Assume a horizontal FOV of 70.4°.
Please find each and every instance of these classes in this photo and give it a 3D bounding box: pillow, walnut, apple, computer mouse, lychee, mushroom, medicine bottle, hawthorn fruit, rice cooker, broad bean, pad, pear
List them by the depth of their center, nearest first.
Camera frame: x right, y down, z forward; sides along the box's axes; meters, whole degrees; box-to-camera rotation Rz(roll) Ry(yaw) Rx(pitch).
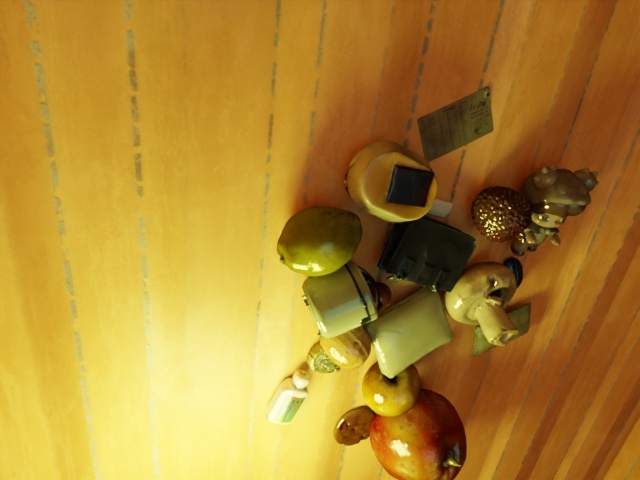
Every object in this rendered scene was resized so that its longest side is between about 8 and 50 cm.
[{"bbox_3d":[0.000,0.000,1.362,0.269,0.212,0.212,-25,123,-14],"label":"pear"},{"bbox_3d":[0.440,-0.369,1.457,0.265,0.009,0.159,-26,124,-7],"label":"pad"},{"bbox_3d":[0.070,0.189,1.485,0.244,0.226,0.226,-25,123,-2],"label":"rice cooker"},{"bbox_3d":[0.634,-0.085,1.575,0.238,0.200,0.200,43,97,-5],"label":"lychee"},{"bbox_3d":[0.091,0.359,1.602,0.165,0.165,0.197,-41,89,3],"label":"walnut"},{"bbox_3d":[0.178,0.216,1.622,0.165,0.084,0.114,-45,110,1],"label":"broad bean"},{"bbox_3d":[0.628,0.234,1.682,0.293,0.290,0.292,-14,133,-16],"label":"mushroom"},{"bbox_3d":[0.333,0.336,1.699,0.322,0.120,0.255,-26,105,-16],"label":"pillow"},{"bbox_3d":[-0.112,0.588,1.707,0.115,0.078,0.219,20,108,-27],"label":"medicine bottle"},{"bbox_3d":[0.277,0.576,1.782,0.237,0.237,0.207,-22,139,-10],"label":"apple"},{"bbox_3d":[0.776,0.148,1.839,0.099,0.057,0.172,-12,117,-13],"label":"computer mouse"},{"bbox_3d":[0.423,0.814,1.850,0.403,0.403,0.402,-9,120,-17],"label":"hawthorn fruit"},{"bbox_3d":[0.782,0.386,1.960,0.302,0.075,0.185,-19,124,-15],"label":"pillow"}]

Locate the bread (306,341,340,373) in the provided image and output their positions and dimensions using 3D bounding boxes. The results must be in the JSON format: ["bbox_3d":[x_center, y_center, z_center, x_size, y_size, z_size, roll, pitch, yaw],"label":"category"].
[{"bbox_3d":[0.028,0.439,1.692,0.156,0.064,0.117,6,115,-23],"label":"bread"}]

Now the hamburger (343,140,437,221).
[{"bbox_3d":[0.218,-0.178,1.391,0.295,0.151,0.227,23,101,-22],"label":"hamburger"}]

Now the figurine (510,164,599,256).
[{"bbox_3d":[0.820,-0.107,1.651,0.248,0.203,0.380,4,129,-7],"label":"figurine"}]

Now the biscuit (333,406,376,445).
[{"bbox_3d":[0.154,0.804,1.955,0.212,0.036,0.212,-10,120,-18],"label":"biscuit"}]

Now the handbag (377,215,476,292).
[{"bbox_3d":[0.364,0.055,1.592,0.326,0.118,0.269,20,101,-28],"label":"handbag"}]

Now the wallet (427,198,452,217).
[{"bbox_3d":[0.395,-0.116,1.566,0.122,0.025,0.061,10,119,-26],"label":"wallet"}]
